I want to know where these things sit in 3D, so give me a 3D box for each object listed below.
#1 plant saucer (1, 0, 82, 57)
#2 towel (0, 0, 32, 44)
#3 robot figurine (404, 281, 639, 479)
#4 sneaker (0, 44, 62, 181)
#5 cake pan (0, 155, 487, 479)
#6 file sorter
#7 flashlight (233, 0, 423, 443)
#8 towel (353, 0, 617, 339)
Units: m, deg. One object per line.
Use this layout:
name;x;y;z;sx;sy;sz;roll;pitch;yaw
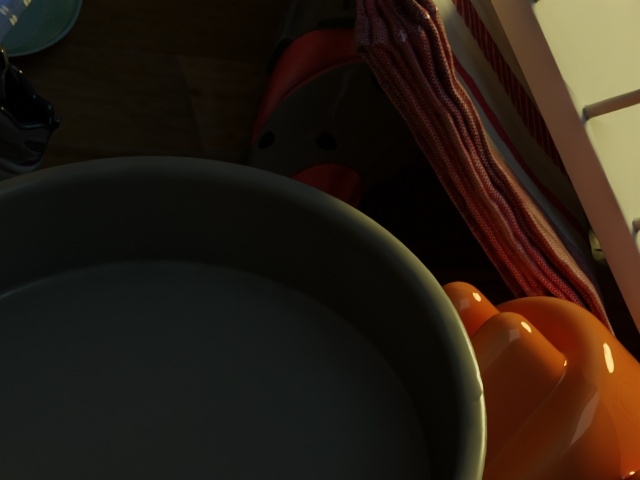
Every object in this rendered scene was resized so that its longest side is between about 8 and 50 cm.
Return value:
plant saucer;-0.179;-0.135;0.961;0.119;0.021;0.119;17;52;-22
towel;-0.286;-0.074;0.766;0.243;0.040;0.336;35;66;-8
robot figurine;0.114;0.113;0.871;0.219;0.158;0.128;44;46;-32
sneaker;-0.167;-0.071;0.889;0.098;0.069;0.038;24;48;-17
cake pan;-0.081;0.087;0.755;0.293;0.054;0.293;-3;47;3
file sorter;0.239;-0.063;0.977;0.278;0.173;0.193;63;29;-17
flashlight;0.000;0.000;0.923;0.103;0.103;0.304;24;47;-12
towel;0.086;-0.113;0.979;0.237;0.037;0.329;55;23;-35
